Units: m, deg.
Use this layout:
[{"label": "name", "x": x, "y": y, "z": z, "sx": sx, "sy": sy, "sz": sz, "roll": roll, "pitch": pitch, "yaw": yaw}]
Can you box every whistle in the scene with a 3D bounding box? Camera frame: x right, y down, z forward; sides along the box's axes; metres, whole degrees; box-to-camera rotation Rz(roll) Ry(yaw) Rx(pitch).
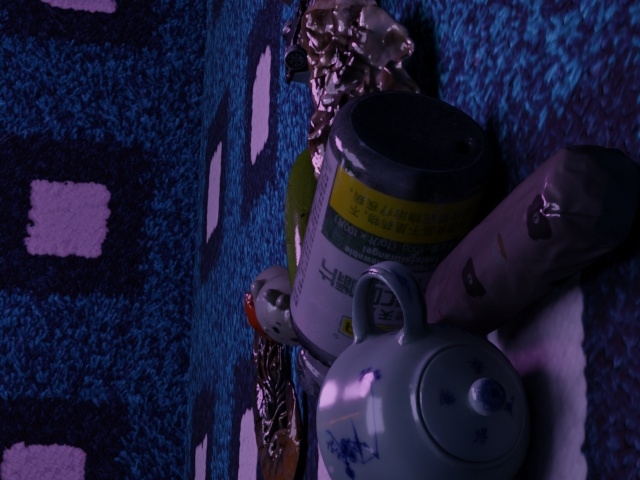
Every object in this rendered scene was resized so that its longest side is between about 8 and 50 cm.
[{"label": "whistle", "x": -0.045, "y": 0.084, "z": 1.666, "sx": 0.102, "sy": 0.105, "sz": 0.253, "roll": 61, "pitch": 172, "yaw": -10}]

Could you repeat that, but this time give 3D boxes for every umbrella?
[{"label": "umbrella", "x": 0.135, "y": 0.017, "z": 0.930, "sx": 0.073, "sy": 0.067, "sz": 0.337, "roll": -65, "pitch": 4, "yaw": -22}]

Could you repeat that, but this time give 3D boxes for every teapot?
[{"label": "teapot", "x": 0.088, "y": 0.124, "z": 0.935, "sx": 0.232, "sy": 0.159, "sz": 0.159, "roll": 62, "pitch": 162, "yaw": 7}]

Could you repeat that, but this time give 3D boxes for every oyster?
[{"label": "oyster", "x": 0.034, "y": -0.096, "z": 1.341, "sx": 0.238, "sy": 0.114, "sz": 0.351, "roll": 166, "pitch": 108, "yaw": -78}]

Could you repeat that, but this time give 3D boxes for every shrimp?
[{"label": "shrimp", "x": -0.059, "y": 0.221, "z": 1.840, "sx": 0.169, "sy": 0.058, "sz": 0.296, "roll": 124, "pitch": 145, "yaw": -54}]

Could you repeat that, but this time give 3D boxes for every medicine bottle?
[{"label": "medicine bottle", "x": 0.052, "y": 0.021, "z": 1.145, "sx": 0.141, "sy": 0.141, "sz": 0.293, "roll": -100, "pitch": 18, "yaw": -49}]

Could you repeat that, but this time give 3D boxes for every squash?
[{"label": "squash", "x": -0.002, "y": -0.001, "z": 1.561, "sx": 0.082, "sy": 0.082, "sz": 0.292, "roll": 111, "pitch": 160, "yaw": -54}]

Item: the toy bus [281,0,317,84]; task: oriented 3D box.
[{"label": "toy bus", "x": 0.013, "y": -0.280, "z": 1.559, "sx": 0.087, "sy": 0.089, "sz": 0.194, "roll": -95, "pitch": 22, "yaw": -53}]

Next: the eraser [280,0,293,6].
[{"label": "eraser", "x": -0.002, "y": -0.413, "z": 1.473, "sx": 0.279, "sy": 0.081, "sz": 0.124, "roll": -58, "pitch": 20, "yaw": 10}]
